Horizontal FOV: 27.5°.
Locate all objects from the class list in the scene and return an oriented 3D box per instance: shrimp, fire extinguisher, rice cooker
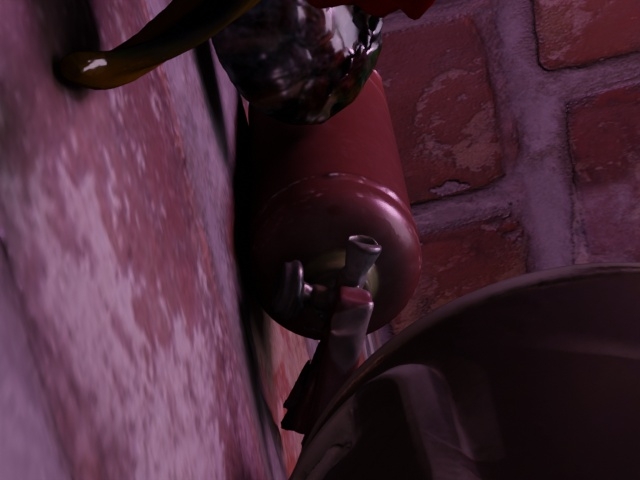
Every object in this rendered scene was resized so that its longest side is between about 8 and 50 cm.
[{"bbox_3d":[-0.044,-0.253,0.803,0.172,0.137,0.372,-7,-93,57],"label":"shrimp"},{"bbox_3d":[0.000,0.000,0.832,0.337,0.107,0.147,-93,-165,-61],"label":"fire extinguisher"},{"bbox_3d":[0.134,0.203,0.551,0.325,0.335,0.335,-95,172,-62],"label":"rice cooker"}]

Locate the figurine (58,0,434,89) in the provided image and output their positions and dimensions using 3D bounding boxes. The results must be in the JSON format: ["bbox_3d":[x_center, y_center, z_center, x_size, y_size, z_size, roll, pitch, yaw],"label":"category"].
[{"bbox_3d":[0.046,-0.248,0.459,0.268,0.401,0.387,45,22,-2],"label":"figurine"}]
